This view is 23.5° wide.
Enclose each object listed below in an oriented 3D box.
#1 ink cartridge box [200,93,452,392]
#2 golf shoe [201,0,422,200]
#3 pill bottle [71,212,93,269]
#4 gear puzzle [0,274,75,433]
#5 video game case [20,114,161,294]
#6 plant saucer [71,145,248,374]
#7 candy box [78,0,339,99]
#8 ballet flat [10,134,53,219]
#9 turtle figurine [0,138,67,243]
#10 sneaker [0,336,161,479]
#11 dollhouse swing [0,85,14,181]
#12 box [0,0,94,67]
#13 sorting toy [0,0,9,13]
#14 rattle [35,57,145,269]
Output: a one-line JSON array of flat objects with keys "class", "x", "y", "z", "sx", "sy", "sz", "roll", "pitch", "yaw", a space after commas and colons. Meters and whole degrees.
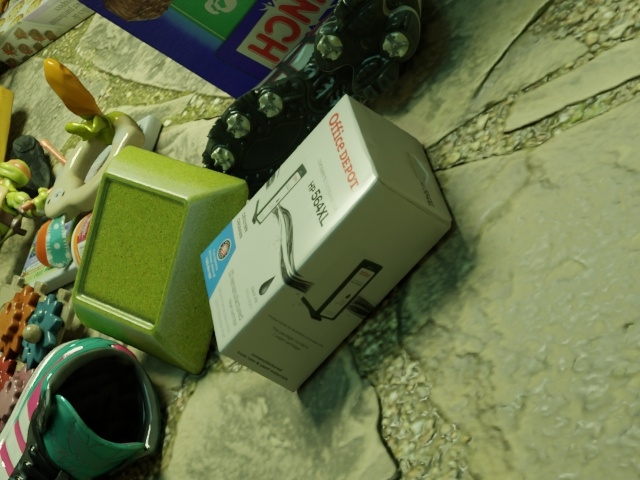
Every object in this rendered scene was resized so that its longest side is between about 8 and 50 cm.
[{"class": "ink cartridge box", "x": 0.000, "y": 0.000, "z": 1.277, "sx": 0.203, "sy": 0.086, "sz": 0.148, "roll": -48, "pitch": 29, "yaw": 20}, {"class": "golf shoe", "x": 0.001, "y": -0.139, "z": 1.433, "sx": 0.273, "sy": 0.105, "sz": 0.120, "roll": -41, "pitch": 10, "yaw": 29}, {"class": "pill bottle", "x": -0.185, "y": -0.006, "z": 1.582, "sx": 0.152, "sy": 0.086, "sz": 0.086, "roll": -20, "pitch": 46, "yaw": 48}, {"class": "gear puzzle", "x": -0.382, "y": 0.122, "z": 1.786, "sx": 0.339, "sy": 0.044, "sz": 0.175, "roll": 9, "pitch": 80, "yaw": 60}, {"class": "video game case", "x": -0.278, "y": -0.034, "z": 1.827, "sx": 0.212, "sy": 0.023, "sz": 0.193, "roll": -23, "pitch": 44, "yaw": 46}, {"class": "plant saucer", "x": -0.167, "y": 0.013, "z": 1.466, "sx": 0.188, "sy": 0.045, "sz": 0.188, "roll": 18, "pitch": 95, "yaw": 42}, {"class": "candy box", "x": -0.081, "y": -0.296, "z": 1.458, "sx": 0.268, "sy": 0.317, "sz": 0.122, "roll": -45, "pitch": 32, "yaw": 26}, {"class": "ballet flat", "x": -0.377, "y": -0.080, "z": 2.025, "sx": 0.058, "sy": 0.049, "sz": 0.173, "roll": -19, "pitch": 38, "yaw": -1}, {"class": "turtle figurine", "x": -0.424, "y": -0.023, "z": 1.924, "sx": 0.270, "sy": 0.087, "sz": 0.217, "roll": 9, "pitch": 63, "yaw": 37}, {"class": "sneaker", "x": -0.239, "y": 0.214, "z": 1.422, "sx": 0.178, "sy": 0.124, "sz": 0.295, "roll": -27, "pitch": 39, "yaw": 59}, {"class": "dollhouse swing", "x": -0.622, "y": -0.076, "z": 2.162, "sx": 0.347, "sy": 0.315, "sz": 0.304, "roll": -34, "pitch": 57, "yaw": 39}, {"class": "box", "x": -0.402, "y": -0.347, "z": 2.294, "sx": 0.324, "sy": 0.063, "sz": 0.067, "roll": -20, "pitch": 49, "yaw": 50}, {"class": "sorting toy", "x": -0.552, "y": -0.325, "z": 2.436, "sx": 0.347, "sy": 0.047, "sz": 0.196, "roll": -94, "pitch": 23, "yaw": -71}, {"class": "rattle", "x": -0.304, "y": -0.080, "z": 1.749, "sx": 0.199, "sy": 0.143, "sz": 0.130, "roll": -48, "pitch": 48, "yaw": 5}]
